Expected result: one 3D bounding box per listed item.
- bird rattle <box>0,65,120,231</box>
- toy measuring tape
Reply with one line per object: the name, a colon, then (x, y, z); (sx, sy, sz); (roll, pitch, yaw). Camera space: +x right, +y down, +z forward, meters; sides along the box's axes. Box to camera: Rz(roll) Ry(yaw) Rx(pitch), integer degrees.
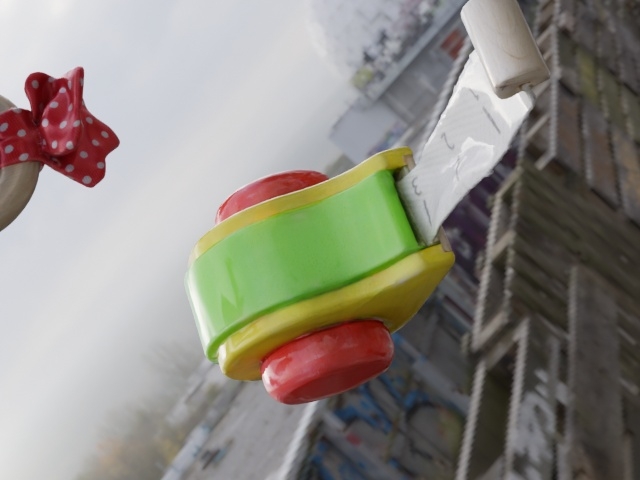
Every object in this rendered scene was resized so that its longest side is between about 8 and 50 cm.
bird rattle: (-0.335, -0.087, 1.162); (0.143, 0.253, 0.207); (118, 175, -75)
toy measuring tape: (0.000, 0.000, 0.563); (0.121, 0.121, 0.330); (-51, -6, -25)
